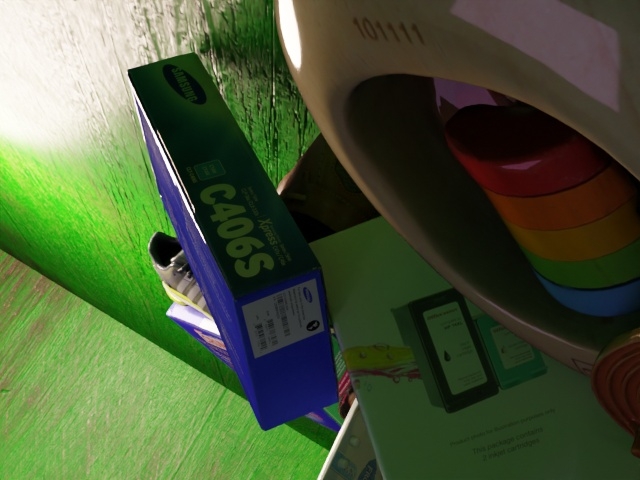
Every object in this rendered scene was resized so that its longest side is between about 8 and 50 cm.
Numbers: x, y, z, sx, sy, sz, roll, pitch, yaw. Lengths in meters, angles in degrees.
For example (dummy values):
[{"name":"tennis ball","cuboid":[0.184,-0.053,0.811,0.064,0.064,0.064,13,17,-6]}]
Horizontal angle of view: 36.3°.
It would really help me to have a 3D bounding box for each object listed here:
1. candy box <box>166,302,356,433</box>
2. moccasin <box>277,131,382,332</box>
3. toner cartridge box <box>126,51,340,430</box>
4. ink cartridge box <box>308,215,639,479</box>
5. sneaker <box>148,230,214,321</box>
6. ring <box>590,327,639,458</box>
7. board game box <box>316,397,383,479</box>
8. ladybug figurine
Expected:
[{"name":"candy box","cuboid":[-0.072,0.196,1.709,0.268,0.122,0.317,18,158,43]},{"name":"moccasin","cuboid":[0.003,0.002,1.001,0.139,0.147,0.380,34,163,-5]},{"name":"toner cartridge box","cuboid":[-0.086,-0.014,0.883,0.348,0.075,0.165,-121,18,-45]},{"name":"ink cartridge box","cuboid":[0.131,0.121,0.820,0.198,0.197,0.270,68,-177,-62]},{"name":"sneaker","cuboid":[-0.176,0.063,1.560,0.300,0.111,0.121,14,151,41]},{"name":"ring","cuboid":[0.308,0.133,0.523,0.336,0.032,0.336,22,161,8]},{"name":"board game box","cuboid":[0.138,0.429,1.533,0.050,0.390,0.390,2,146,45]},{"name":"ladybug figurine","cuboid":[0.158,-0.056,0.547,0.305,0.162,0.449,16,156,41]}]
